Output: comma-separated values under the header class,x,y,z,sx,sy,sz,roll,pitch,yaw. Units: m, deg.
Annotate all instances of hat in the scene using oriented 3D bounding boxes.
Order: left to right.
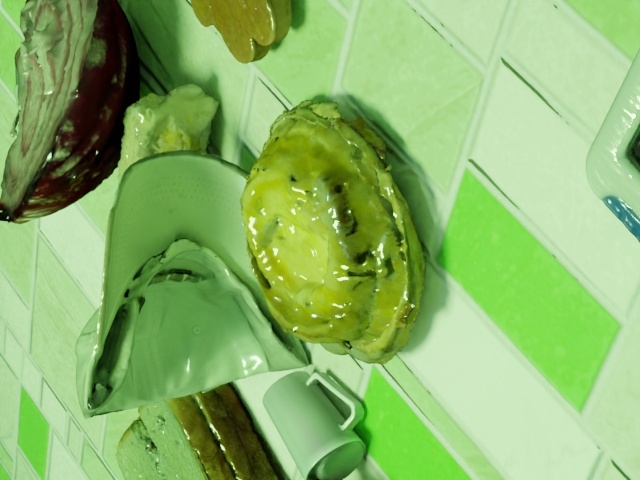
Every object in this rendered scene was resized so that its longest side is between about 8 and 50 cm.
class,x,y,z,sx,sy,sz,roll,pitch,yaw
hat,-0.167,0.050,1.765,0.168,0.258,0.301,21,116,58

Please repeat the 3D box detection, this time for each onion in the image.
class,x,y,z,sx,sy,sz,roll,pitch,yaw
onion,-0.265,-0.161,1.836,0.280,0.146,0.314,-7,69,63

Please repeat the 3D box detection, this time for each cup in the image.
class,x,y,z,sx,sy,sz,roll,pitch,yaw
cup,-0.001,0.193,1.749,0.104,0.074,0.116,-53,55,29

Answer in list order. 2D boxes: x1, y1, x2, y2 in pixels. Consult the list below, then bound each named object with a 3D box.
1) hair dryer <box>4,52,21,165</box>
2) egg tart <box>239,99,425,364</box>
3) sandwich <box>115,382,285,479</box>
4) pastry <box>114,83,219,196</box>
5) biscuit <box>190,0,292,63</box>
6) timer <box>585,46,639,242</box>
class,x,y,z,sx,sy,sz,roll,pitch,yaw
hair dryer,-0.376,-0.152,2.151,0.155,0.044,0.183,23,124,48
egg tart,0.000,0.000,1.594,0.279,0.095,0.278,38,139,43
sandwich,-0.151,0.293,2.015,0.249,0.095,0.273,61,150,20
pastry,-0.176,-0.062,1.807,0.089,0.121,0.258,32,133,39
biscuit,-0.105,-0.317,1.613,0.288,0.044,0.202,61,149,9
timer,0.290,-0.081,1.101,0.178,0.078,0.253,53,145,28
